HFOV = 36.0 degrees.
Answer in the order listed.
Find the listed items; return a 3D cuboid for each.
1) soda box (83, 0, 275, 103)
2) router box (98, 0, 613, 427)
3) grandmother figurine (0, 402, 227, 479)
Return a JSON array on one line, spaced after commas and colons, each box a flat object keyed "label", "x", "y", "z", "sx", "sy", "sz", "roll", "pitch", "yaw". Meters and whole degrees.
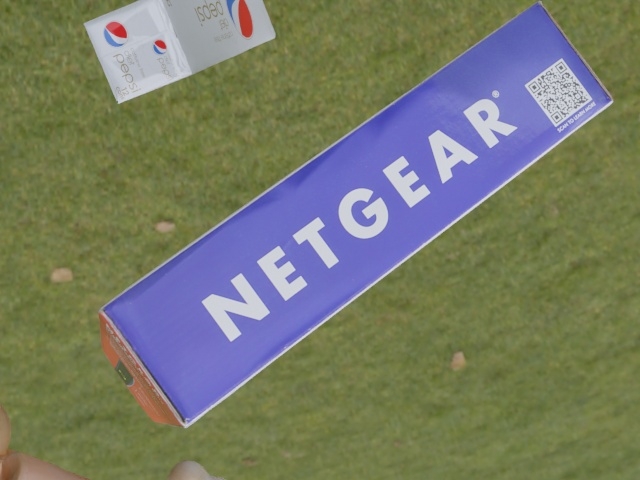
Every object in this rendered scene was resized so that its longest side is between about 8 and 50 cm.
[{"label": "soda box", "x": -0.112, "y": -0.180, "z": 0.848, "sx": 0.074, "sy": 0.216, "sz": 0.069, "roll": -17, "pitch": 104, "yaw": 21}, {"label": "router box", "x": 0.000, "y": 0.000, "z": 0.709, "sx": 0.335, "sy": 0.082, "sz": 0.301, "roll": -36, "pitch": 180, "yaw": -15}, {"label": "grandmother figurine", "x": -0.052, "y": 0.208, "z": 0.566, "sx": 0.342, "sy": 0.208, "sz": 0.104, "roll": 25, "pitch": 126, "yaw": -22}]
